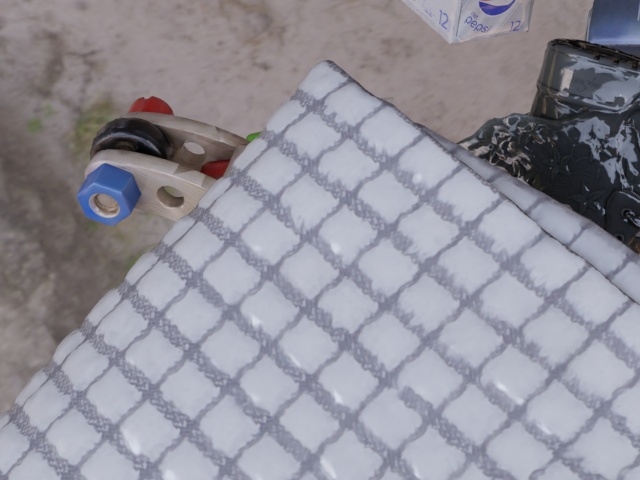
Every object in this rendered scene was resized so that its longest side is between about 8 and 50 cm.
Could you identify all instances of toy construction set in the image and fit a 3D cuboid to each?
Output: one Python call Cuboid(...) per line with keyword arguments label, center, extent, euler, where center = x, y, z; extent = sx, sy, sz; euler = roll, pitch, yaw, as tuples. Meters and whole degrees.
Cuboid(label="toy construction set", center=(-0.004, -0.009, 1.108), extent=(0.237, 0.309, 0.257), euler=(-12, 101, 21))

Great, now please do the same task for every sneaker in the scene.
Cuboid(label="sneaker", center=(0.127, -0.020, 0.574), extent=(0.170, 0.051, 0.089), euler=(24, 108, 22))

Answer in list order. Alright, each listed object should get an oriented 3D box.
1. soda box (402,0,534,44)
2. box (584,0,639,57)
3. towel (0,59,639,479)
Cuboid(label="soda box", center=(0.108, -0.313, 1.551), extent=(0.286, 0.098, 0.091), euler=(51, 144, 44))
Cuboid(label="box", center=(0.436, -0.245, 1.151), extent=(0.395, 0.212, 0.293), euler=(3, 76, 27))
Cuboid(label="towel", center=(0.038, 0.114, 0.461), extent=(0.284, 0.121, 0.235), euler=(39, 78, 21))
